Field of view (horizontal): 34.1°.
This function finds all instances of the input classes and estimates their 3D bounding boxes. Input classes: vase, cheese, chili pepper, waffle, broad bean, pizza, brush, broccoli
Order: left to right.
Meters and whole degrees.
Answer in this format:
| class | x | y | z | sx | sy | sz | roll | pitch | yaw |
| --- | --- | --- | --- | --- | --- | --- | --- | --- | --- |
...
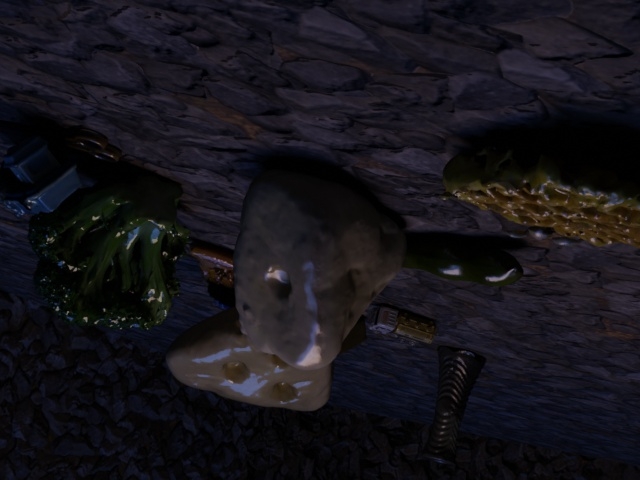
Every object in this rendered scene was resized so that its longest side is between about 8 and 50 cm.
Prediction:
| class | x | y | z | sx | sy | sz | roll | pitch | yaw |
| --- | --- | --- | --- | --- | --- | --- | --- | --- | --- |
| broccoli | -0.311 | 0.008 | 1.583 | 0.294 | 0.265 | 0.245 | -23 | 162 | -47 |
| pizza | -0.192 | 0.056 | 1.980 | 0.185 | 0.052 | 0.195 | 24 | 164 | -19 |
| chili pepper | -0.149 | 0.103 | 2.089 | 0.278 | 0.065 | 0.122 | 14 | -173 | 33 |
| cheese | -0.127 | 0.186 | 1.962 | 0.328 | 0.130 | 0.351 | 5 | 139 | -2 |
| brush | -0.011 | 0.184 | 2.167 | 0.197 | 0.059 | 0.123 | 7 | -166 | 35 |
| cheese | -0.001 | -0.001 | 1.376 | 0.173 | 0.251 | 0.248 | 21 | 136 | 38 |
| broad bean | 0.166 | 0.027 | 1.470 | 0.098 | 0.056 | 0.318 | 17 | 173 | -31 |
| vase | 0.277 | 0.355 | 2.228 | 0.115 | 0.237 | 0.115 | 15 | 166 | 4 |
| waffle | 0.256 | -0.040 | 1.056 | 0.280 | 0.060 | 0.262 | 15 | 173 | 14 |

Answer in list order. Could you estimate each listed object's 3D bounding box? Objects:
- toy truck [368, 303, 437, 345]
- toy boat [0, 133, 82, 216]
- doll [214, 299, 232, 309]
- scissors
| class | x | y | z | sx | sy | sz | roll | pitch | yaw |
| --- | --- | --- | --- | --- | --- | --- | --- | --- | --- |
| toy truck | 0.159 | 0.162 | 1.999 | 0.123 | 0.052 | 0.063 | 19 | 162 | -15 |
| toy boat | -0.418 | -0.099 | 1.489 | 0.098 | 0.109 | 0.238 | 55 | 160 | -19 |
| doll | -0.165 | 0.132 | 2.212 | 0.110 | 0.067 | 0.206 | -6 | -171 | -35 |
| scissors | -0.390 | -0.148 | 1.478 | 0.220 | 0.017 | 0.088 | 12 | 168 | 18 |
